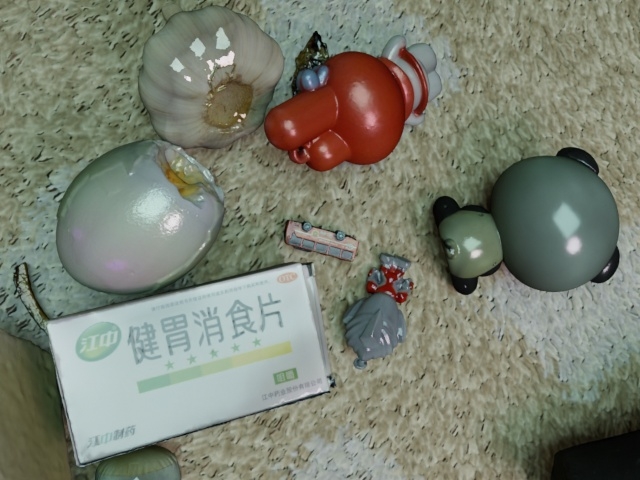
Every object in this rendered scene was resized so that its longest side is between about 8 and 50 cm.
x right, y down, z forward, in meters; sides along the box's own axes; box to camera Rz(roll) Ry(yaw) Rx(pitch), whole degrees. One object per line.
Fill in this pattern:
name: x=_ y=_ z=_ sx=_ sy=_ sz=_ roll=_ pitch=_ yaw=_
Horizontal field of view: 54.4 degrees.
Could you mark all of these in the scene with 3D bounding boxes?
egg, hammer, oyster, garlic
egg: x=-0.236 y=-0.018 z=0.789 sx=0.183 sy=0.183 sz=0.217 roll=44 pitch=108 yaw=-5
hammer: x=-0.330 y=0.380 z=0.809 sx=0.305 sy=0.113 sz=0.202 roll=-5 pitch=86 yaw=-1
oyster: x=-0.012 y=-0.231 z=0.910 sx=0.086 sy=0.029 sz=0.132 roll=-24 pitch=98 yaw=-11
garlic: x=-0.175 y=-0.245 z=0.836 sx=0.199 sy=0.199 sz=0.226 roll=-33 pitch=62 yaw=-9

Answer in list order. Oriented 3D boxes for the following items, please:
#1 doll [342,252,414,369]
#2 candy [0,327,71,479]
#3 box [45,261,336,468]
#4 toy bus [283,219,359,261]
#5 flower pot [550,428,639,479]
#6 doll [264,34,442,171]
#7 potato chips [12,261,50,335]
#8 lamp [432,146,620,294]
doll: x=0.085 y=0.101 z=0.896 sx=0.093 sy=0.079 sz=0.180 roll=19 pitch=72 yaw=6
candy: x=-0.383 y=0.267 z=0.704 sx=0.135 sy=0.179 sz=0.321 roll=-20 pitch=69 yaw=3
box: x=-0.158 y=0.143 z=0.804 sx=0.332 sy=0.145 sz=0.173 roll=-13 pitch=91 yaw=-14
toy bus: x=0.000 y=0.000 z=0.904 sx=0.110 sy=0.031 sz=0.043 roll=15 pitch=92 yaw=-9
flower pot: x=0.458 y=0.403 z=0.847 sx=0.250 sy=0.379 sz=0.380 roll=-4 pitch=88 yaw=11
doll: x=0.051 y=-0.182 z=0.860 sx=0.290 sy=0.129 sz=0.161 roll=-33 pitch=123 yaw=-25
potato chips: x=-0.355 y=0.123 z=0.843 sx=0.037 sy=0.026 sz=0.204 roll=-35 pitch=94 yaw=-15
lamp: x=0.294 y=-0.016 z=0.889 sx=0.243 sy=0.197 sz=0.198 roll=-15 pitch=90 yaw=13
